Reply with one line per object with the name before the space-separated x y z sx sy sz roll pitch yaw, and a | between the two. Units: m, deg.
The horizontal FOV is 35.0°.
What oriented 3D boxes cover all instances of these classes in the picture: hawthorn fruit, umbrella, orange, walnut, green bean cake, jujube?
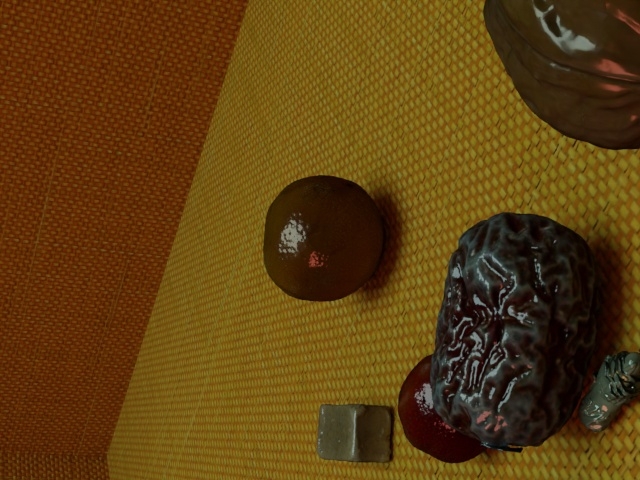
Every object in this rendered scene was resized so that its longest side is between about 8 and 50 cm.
hawthorn fruit | 0.210 0.250 1.568 0.188 0.169 0.169 -49 40 46
umbrella | 0.378 0.192 1.314 0.067 0.062 0.143 -61 -5 -45
orange | 0.000 0.000 2.005 0.264 0.264 0.264 -172 90 -66
walnut | 0.359 -0.301 1.210 0.354 0.307 0.398 73 -178 -49
green bean cake | 0.063 0.368 1.945 0.179 0.085 0.109 158 116 -64
jujube | 0.266 0.126 1.393 0.226 0.226 0.317 -5 73 66
